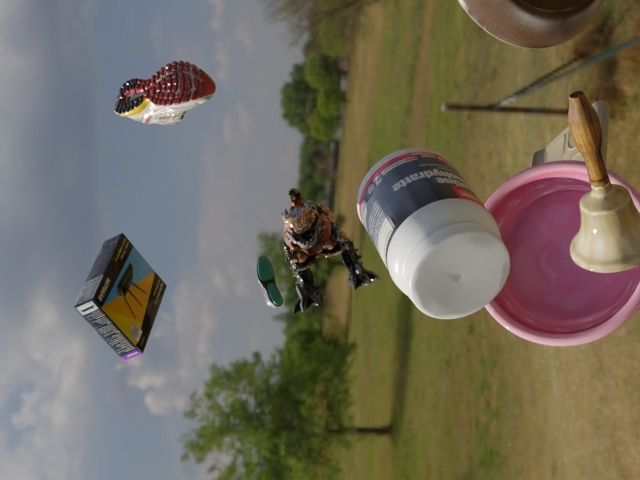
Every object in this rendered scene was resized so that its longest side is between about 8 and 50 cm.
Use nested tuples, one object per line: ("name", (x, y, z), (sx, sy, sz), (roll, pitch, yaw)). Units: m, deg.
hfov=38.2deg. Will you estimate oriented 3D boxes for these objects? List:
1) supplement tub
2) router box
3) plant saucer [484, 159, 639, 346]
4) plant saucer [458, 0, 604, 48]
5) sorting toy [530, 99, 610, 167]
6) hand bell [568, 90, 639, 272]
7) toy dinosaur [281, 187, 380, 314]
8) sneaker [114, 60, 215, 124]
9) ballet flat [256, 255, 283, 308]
("supplement tub", (0.184, -0.017, 1.540), (0.272, 0.191, 0.191), (-115, 22, -53))
("router box", (-0.330, 0.092, 1.544), (0.133, 0.046, 0.179), (55, -156, -29))
("plant saucer", (0.435, 0.024, 1.653), (0.084, 0.332, 0.332), (18, -109, -60))
("plant saucer", (0.307, -0.429, 1.303), (0.050, 0.311, 0.310), (178, 93, -65))
("sorting toy", (0.512, -0.122, 1.919), (0.229, 0.041, 0.307), (-43, 25, 51))
("hand bell", (0.368, -0.090, 1.223), (0.126, 0.126, 0.242), (-87, -23, -57))
("toy dinosaur", (0.000, 0.000, 1.731), (0.218, 0.164, 0.322), (67, -155, 0))
("sneaker", (-0.267, -0.259, 1.661), (0.093, 0.225, 0.088), (25, -111, -46))
("ballet flat", (-0.111, 0.089, 1.903), (0.041, 0.041, 0.114), (89, 162, -73))
